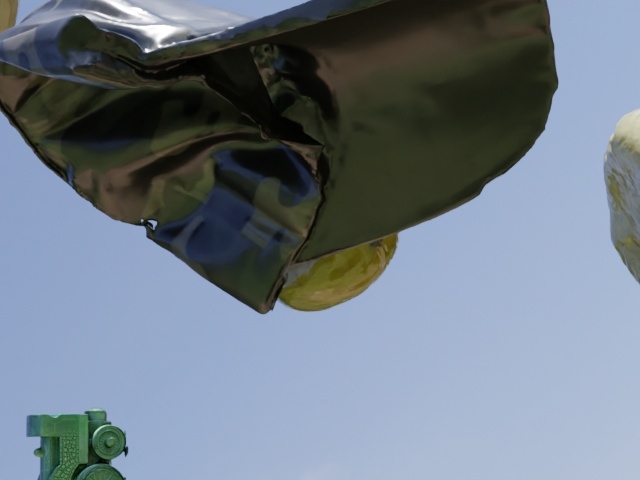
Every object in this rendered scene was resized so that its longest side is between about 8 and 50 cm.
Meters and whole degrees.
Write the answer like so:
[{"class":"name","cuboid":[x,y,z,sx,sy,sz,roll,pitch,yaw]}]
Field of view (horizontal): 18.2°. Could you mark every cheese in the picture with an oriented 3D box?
[{"class":"cheese","cuboid":[0.372,-0.033,2.058,0.117,0.226,0.214,-28,-33,-13]}]

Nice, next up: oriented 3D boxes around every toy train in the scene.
[{"class":"toy train","cuboid":[-0.263,0.268,2.143,0.105,0.178,0.071,3,-8,-26]}]

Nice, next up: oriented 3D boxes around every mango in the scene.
[{"class":"mango","cuboid":[0.006,-0.003,1.839,0.137,0.091,0.237,-31,16,4]}]

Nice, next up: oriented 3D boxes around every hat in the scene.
[{"class":"hat","cuboid":[-0.033,-0.134,1.517,0.382,0.257,0.366,-35,-34,-7]}]

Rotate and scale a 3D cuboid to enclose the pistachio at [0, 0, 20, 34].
[{"class":"pistachio","cuboid":[-0.463,-0.358,2.339,0.208,0.226,0.332,-43,-53,-30]}]
